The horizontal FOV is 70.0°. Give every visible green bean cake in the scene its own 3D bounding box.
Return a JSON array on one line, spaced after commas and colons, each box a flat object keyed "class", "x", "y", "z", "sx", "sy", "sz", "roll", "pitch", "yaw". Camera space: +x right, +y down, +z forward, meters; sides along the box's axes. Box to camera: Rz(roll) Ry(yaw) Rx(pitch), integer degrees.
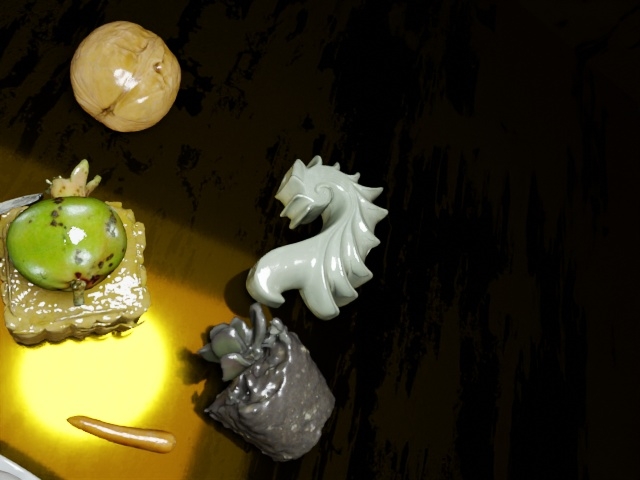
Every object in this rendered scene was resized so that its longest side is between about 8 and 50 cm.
[{"class": "green bean cake", "x": -0.424, "y": 0.057, "z": 0.797, "sx": 0.223, "sy": 0.131, "sz": 0.230, "roll": -5, "pitch": 72, "yaw": -34}]

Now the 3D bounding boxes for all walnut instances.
[{"class": "walnut", "x": -0.387, "y": -0.332, "z": 0.922, "sx": 0.195, "sy": 0.195, "sz": 0.222, "roll": 30, "pitch": 59, "yaw": -18}]

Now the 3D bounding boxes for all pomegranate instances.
[{"class": "pomegranate", "x": -0.379, "y": -0.015, "z": 0.702, "sx": 0.156, "sy": 0.156, "sz": 0.220, "roll": 13, "pitch": 32, "yaw": -26}]

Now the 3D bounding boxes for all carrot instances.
[{"class": "carrot", "x": -0.347, "y": 0.338, "z": 0.799, "sx": 0.190, "sy": 0.037, "sz": 0.037, "roll": 23, "pitch": 63, "yaw": -20}]

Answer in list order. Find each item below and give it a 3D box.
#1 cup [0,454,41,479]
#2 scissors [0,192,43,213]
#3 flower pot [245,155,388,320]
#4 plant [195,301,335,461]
[{"class": "cup", "x": -0.536, "y": 0.398, "z": 0.565, "sx": 0.356, "sy": 0.260, "sz": 0.275, "roll": 24, "pitch": 58, "yaw": 14}, {"class": "scissors", "x": -0.590, "y": -0.026, "z": 0.743, "sx": 0.022, "sy": 0.109, "sz": 0.300, "roll": 27, "pitch": 34, "yaw": 17}, {"class": "flower pot", "x": 0.000, "y": 0.000, "z": 1.043, "sx": 0.254, "sy": 0.164, "sz": 0.368, "roll": 23, "pitch": 63, "yaw": -15}, {"class": "plant", "x": -0.113, "y": 0.268, "z": 0.864, "sx": 0.276, "sy": 0.198, "sz": 0.188, "roll": 53, "pitch": 52, "yaw": -12}]
